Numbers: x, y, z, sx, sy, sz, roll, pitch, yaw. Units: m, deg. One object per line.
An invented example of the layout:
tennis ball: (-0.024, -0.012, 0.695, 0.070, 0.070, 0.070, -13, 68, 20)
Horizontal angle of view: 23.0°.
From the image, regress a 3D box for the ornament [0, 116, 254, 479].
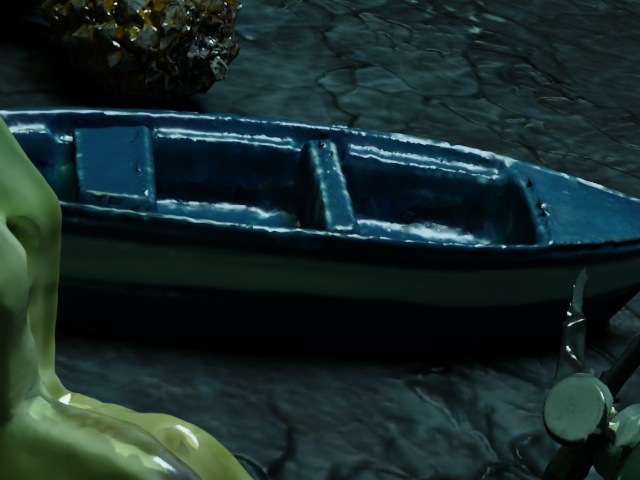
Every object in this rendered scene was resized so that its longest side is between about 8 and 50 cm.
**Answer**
ornament: (-0.115, 0.059, 0.380, 0.180, 0.201, 0.059, -27, 15, 26)

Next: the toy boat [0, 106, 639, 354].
toy boat: (0.000, 0.000, 0.621, 0.299, 0.062, 0.096, 5, 27, -10)

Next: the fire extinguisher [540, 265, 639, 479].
fire extinguisher: (0.150, 0.108, 0.437, 0.294, 0.118, 0.093, 38, 2, 42)

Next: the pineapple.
pineapple: (-0.112, -0.134, 0.810, 0.103, 0.083, 0.221, -28, 44, -28)
